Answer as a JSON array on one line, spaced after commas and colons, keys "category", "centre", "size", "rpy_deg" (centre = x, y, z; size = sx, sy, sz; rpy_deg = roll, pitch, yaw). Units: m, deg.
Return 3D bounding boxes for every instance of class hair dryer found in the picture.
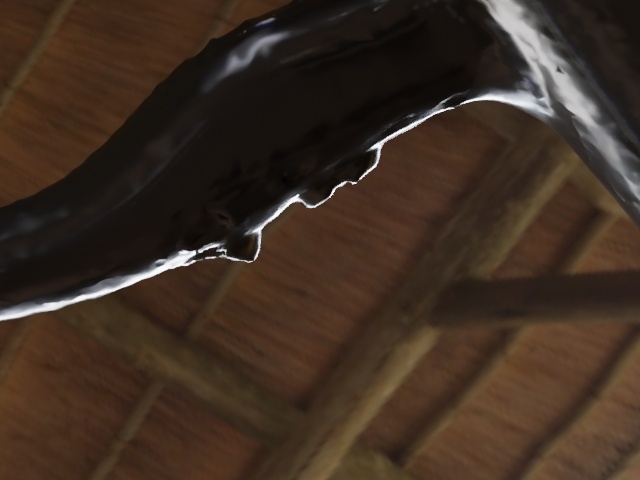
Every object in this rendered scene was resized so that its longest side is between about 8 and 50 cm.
[{"category": "hair dryer", "centre": [0.000, 0.000, 0.383], "size": [0.359, 0.120, 0.304], "rpy_deg": [-29, -76, 1]}]
